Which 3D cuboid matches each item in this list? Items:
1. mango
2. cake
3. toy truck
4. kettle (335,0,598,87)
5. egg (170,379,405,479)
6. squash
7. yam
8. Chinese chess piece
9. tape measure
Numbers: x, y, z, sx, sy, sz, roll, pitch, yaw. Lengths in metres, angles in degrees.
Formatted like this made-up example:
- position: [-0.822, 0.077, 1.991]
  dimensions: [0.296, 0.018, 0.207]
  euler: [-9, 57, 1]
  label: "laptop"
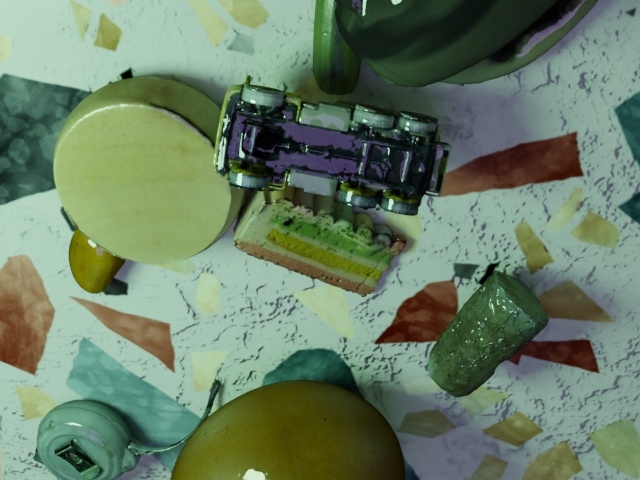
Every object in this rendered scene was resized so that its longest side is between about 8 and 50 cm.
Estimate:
- position: [-0.309, 0.023, 1.635]
  dimensions: [0.080, 0.060, 0.114]
  euler: [14, 127, 5]
  label: "mango"
- position: [-0.003, -0.014, 1.573]
  dimensions: [0.225, 0.090, 0.109]
  euler: [22, 123, -26]
  label: "cake"
- position: [0.013, -0.117, 1.423]
  dimensions: [0.272, 0.157, 0.124]
  euler: [10, 102, -5]
  label: "toy truck"
- position: [0.179, -0.295, 1.280]
  dimensions: [0.321, 0.228, 0.324]
  euler: [14, 132, -40]
  label: "kettle"
- position: [-0.049, 0.342, 1.657]
  dimensions: [0.351, 0.282, 0.282]
  euler: [-20, 116, 21]
  label: "egg"
- position: [0.027, -0.277, 1.388]
  dimensions: [0.066, 0.066, 0.229]
  euler: [9, 124, 4]
  label: "squash"
- position: [0.222, 0.123, 1.581]
  dimensions: [0.107, 0.107, 0.183]
  euler: [31, 124, -10]
  label: "yam"
- position: [-0.218, -0.090, 1.527]
  dimensions: [0.251, 0.097, 0.251]
  euler: [4, 121, 7]
  label: "Chinese chess piece"
- position: [-0.297, 0.281, 1.781]
  dimensions: [0.330, 0.084, 0.164]
  euler: [-34, 115, 28]
  label: "tape measure"
